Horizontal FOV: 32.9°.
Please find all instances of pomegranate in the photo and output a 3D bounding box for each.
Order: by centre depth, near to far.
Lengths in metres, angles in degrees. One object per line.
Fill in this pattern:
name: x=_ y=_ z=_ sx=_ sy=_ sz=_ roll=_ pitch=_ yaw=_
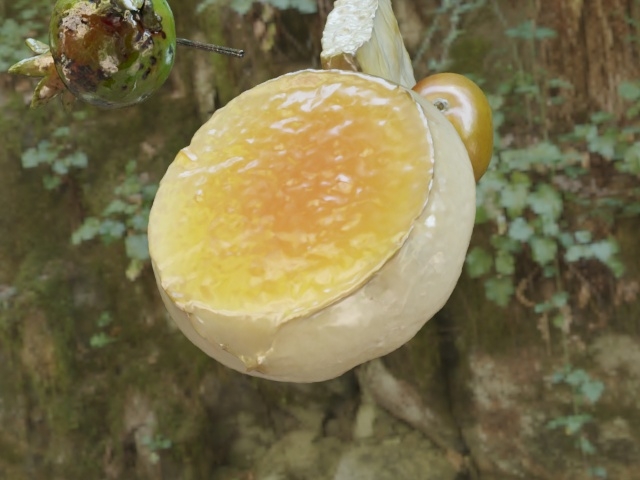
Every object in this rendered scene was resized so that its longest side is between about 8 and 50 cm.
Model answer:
pomegranate: x=-0.264 y=-0.220 z=1.233 sx=0.220 sy=0.156 sz=0.156 roll=-13 pitch=2 yaw=17

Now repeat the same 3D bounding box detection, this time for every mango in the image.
mango: x=0.157 y=-0.135 z=1.364 sx=0.120 sy=0.151 sz=0.221 roll=2 pitch=12 yaw=8

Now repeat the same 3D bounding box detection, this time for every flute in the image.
flute: x=-0.201 y=-0.321 z=1.786 sx=0.014 sy=0.014 sz=0.269 roll=-10 pitch=20 yaw=-36

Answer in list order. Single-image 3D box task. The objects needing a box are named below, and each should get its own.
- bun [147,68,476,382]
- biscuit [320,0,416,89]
bun: x=0.000 y=0.000 z=0.971 sx=0.299 sy=0.299 sz=0.165 roll=-5 pitch=-34 yaw=25
biscuit: x=0.096 y=-0.183 z=1.627 sx=0.104 sy=0.446 sz=0.429 roll=-12 pitch=35 yaw=12
